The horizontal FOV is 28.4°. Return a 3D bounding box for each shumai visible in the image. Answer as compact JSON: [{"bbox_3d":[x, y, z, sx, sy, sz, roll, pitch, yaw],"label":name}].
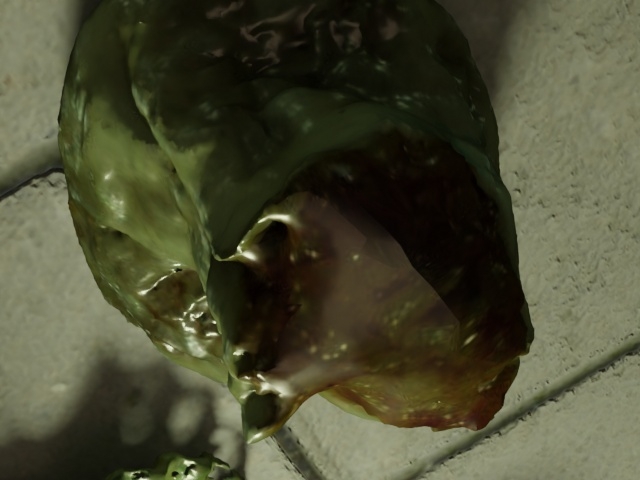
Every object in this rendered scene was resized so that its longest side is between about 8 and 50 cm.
[{"bbox_3d":[0.000,0.000,0.881,0.324,0.323,0.397,-17,125,-9],"label":"shumai"}]

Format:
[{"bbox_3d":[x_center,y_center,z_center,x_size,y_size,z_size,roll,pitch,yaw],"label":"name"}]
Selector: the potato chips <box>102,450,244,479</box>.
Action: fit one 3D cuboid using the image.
[{"bbox_3d":[-0.224,0.356,1.177,0.373,0.097,0.389,-15,124,-7],"label":"potato chips"}]
